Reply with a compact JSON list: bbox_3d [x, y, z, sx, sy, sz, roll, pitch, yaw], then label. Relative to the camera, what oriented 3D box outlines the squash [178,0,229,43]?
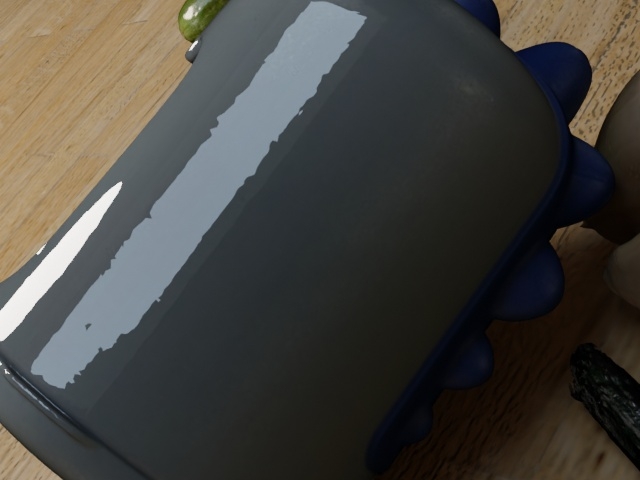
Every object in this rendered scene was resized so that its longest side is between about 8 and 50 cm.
[{"bbox_3d":[-0.062,-0.305,1.266,0.239,0.069,0.069,-40,33,-1],"label":"squash"}]

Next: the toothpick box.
[{"bbox_3d":[0.000,0.000,0.640,0.354,0.263,0.263,-53,35,-7],"label":"toothpick box"}]

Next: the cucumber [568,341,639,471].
[{"bbox_3d":[0.170,0.099,0.575,0.033,0.034,0.135,-33,33,-3],"label":"cucumber"}]

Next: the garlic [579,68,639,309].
[{"bbox_3d":[0.287,-0.074,0.598,0.325,0.132,0.279,6,50,42],"label":"garlic"}]
